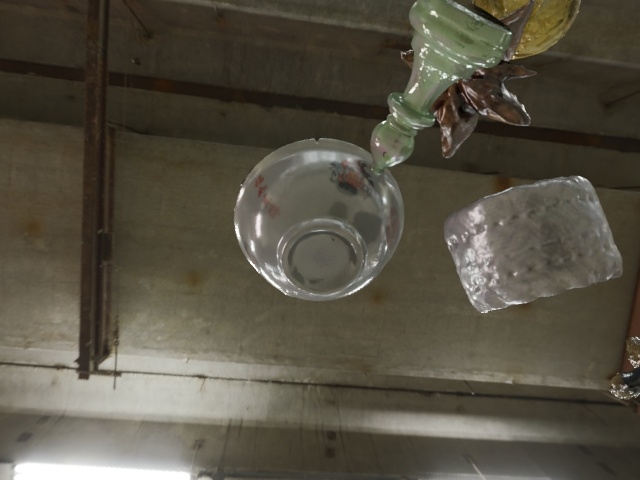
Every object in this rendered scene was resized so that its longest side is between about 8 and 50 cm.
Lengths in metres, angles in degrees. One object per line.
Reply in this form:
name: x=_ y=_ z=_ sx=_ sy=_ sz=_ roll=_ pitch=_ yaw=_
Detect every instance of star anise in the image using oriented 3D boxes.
star anise: x=0.284 y=-0.346 z=0.913 sx=0.292 sy=0.109 sz=0.349 roll=6 pitch=-85 yaw=33

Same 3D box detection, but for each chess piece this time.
chess piece: x=0.144 y=-0.207 z=0.660 sx=0.139 sy=0.139 sz=0.271 roll=23 pitch=-53 yaw=-7

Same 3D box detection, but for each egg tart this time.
egg tart: x=0.414 y=-0.501 z=0.915 sx=0.232 sy=0.098 sz=0.252 roll=49 pitch=-63 yaw=26

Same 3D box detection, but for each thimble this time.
thimble: x=0.316 y=0.012 z=0.680 sx=0.217 sy=0.245 sz=0.157 roll=-21 pitch=-103 yaw=33

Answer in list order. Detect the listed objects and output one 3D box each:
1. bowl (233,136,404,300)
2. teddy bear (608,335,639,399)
bowl: x=0.000 y=0.000 z=0.830 sx=0.346 sy=0.157 sz=0.345 roll=0 pitch=-61 yaw=-1
teddy bear: x=0.510 y=0.199 z=0.611 sx=0.182 sy=0.251 sz=0.129 roll=-1 pitch=-63 yaw=17
